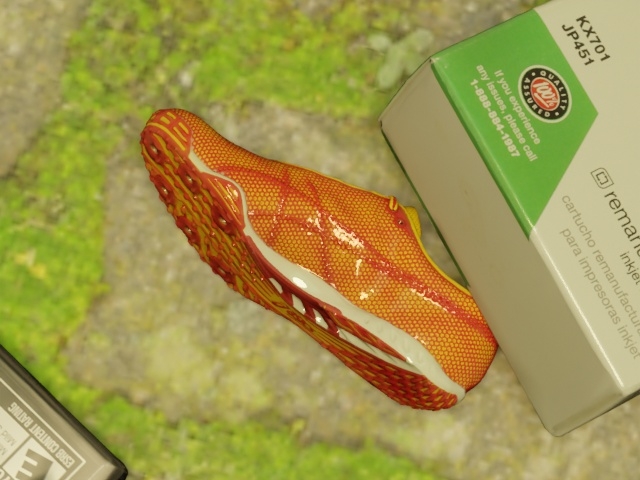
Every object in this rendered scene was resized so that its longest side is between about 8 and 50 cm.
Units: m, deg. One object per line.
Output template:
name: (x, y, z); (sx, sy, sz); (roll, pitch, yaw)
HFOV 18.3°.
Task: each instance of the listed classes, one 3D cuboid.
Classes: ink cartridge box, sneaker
ink cartridge box: (0.154, -0.038, 0.805); (0.208, 0.087, 0.153); (-27, 81, -19)
sneaker: (0.000, 0.000, 0.833); (0.175, 0.064, 0.067); (38, 65, -2)

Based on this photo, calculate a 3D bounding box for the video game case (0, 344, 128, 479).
video game case: (-0.262, 0.089, 0.813); (0.275, 0.035, 0.248); (43, 81, 5)
